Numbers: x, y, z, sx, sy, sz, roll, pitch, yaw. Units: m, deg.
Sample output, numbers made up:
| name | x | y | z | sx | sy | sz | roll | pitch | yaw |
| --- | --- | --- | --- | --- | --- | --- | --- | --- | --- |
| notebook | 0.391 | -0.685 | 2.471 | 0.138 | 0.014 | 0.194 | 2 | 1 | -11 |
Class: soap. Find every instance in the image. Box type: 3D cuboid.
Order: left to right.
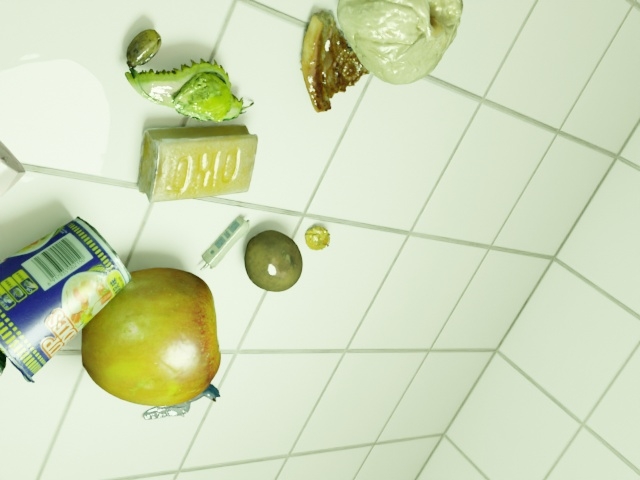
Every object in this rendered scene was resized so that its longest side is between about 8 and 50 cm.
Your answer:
| name | x | y | z | sx | sy | sz | roll | pitch | yaw |
| --- | --- | --- | --- | --- | --- | --- | --- | --- | --- |
| soap | -0.296 | -0.188 | 1.794 | 0.274 | 0.089 | 0.173 | -11 | 127 | -37 |

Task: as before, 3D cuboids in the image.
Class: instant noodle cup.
| name | x | y | z | sx | sy | sz | roll | pitch | yaw |
| --- | --- | --- | --- | --- | --- | --- | --- | --- | --- |
| instant noodle cup | -0.608 | 0.112 | 1.647 | 0.312 | 0.284 | 0.284 | -41 | 140 | -22 |

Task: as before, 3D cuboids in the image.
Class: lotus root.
| name | x | y | z | sx | sy | sz | roll | pitch | yaw |
| --- | --- | --- | --- | --- | --- | --- | --- | --- | --- |
| lotus root | -0.380 | -0.408 | 1.572 | 0.099 | 0.049 | 0.054 | -48 | 160 | 5 |

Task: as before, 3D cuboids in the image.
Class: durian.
| name | x | y | z | sx | sy | sz | roll | pitch | yaw |
| --- | --- | --- | --- | --- | --- | --- | --- | --- | --- |
| durian | -0.268 | -0.337 | 1.682 | 0.107 | 0.132 | 0.375 | -20 | 162 | 39 |

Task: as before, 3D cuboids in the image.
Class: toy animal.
| name | x | y | z | sx | sy | sz | roll | pitch | yaw |
| --- | --- | --- | --- | --- | --- | --- | --- | --- | --- |
| toy animal | -0.421 | 0.456 | 2.214 | 0.256 | 0.176 | 0.239 | 25 | 102 | -13 |

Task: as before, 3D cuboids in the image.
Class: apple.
| name | x | y | z | sx | sy | sz | roll | pitch | yaw |
| --- | --- | --- | --- | --- | --- | --- | --- | --- | --- |
| apple | -0.430 | 0.246 | 1.878 | 0.374 | 0.374 | 0.384 | -36 | 177 | -13 |

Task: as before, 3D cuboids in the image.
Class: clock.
| name | x | y | z | sx | sy | sz | roll | pitch | yaw |
| --- | --- | --- | --- | --- | --- | --- | --- | --- | --- |
| clock | -0.658 | -0.175 | 1.403 | 0.068 | 0.197 | 0.197 | -42 | 140 | -4 |

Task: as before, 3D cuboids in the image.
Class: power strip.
| name | x | y | z | sx | sy | sz | roll | pitch | yaw |
| --- | --- | --- | --- | --- | --- | --- | --- | --- | --- |
| power strip | -0.263 | 0.010 | 2.012 | 0.191 | 0.047 | 0.030 | -48 | 135 | 0 |

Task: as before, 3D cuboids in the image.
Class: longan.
| name | x | y | z | sx | sy | sz | roll | pitch | yaw |
| --- | --- | --- | --- | --- | --- | --- | --- | --- | --- |
| longan | -0.134 | 0.057 | 2.078 | 0.167 | 0.167 | 0.187 | -33 | 137 | -16 |

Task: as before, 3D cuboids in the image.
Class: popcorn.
| name | x | y | z | sx | sy | sz | roll | pitch | yaw |
| --- | --- | --- | --- | --- | --- | --- | --- | --- | --- |
| popcorn | 0.000 | 0.000 | 2.209 | 0.084 | 0.084 | 0.084 | -23 | 134 | -26 |

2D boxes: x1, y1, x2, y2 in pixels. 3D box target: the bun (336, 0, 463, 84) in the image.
| name | x | y | z | sx | sy | sz | roll | pitch | yaw |
| --- | --- | --- | --- | --- | --- | --- | --- | --- | --- |
| bun | 0.220 | -0.556 | 1.819 | 0.349 | 0.227 | 0.352 | -5 | 118 | -44 |

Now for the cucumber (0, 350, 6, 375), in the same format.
| name | x | y | z | sx | sy | sz | roll | pitch | yaw |
| --- | --- | --- | --- | --- | --- | --- | --- | --- | --- |
| cucumber | -0.799 | 0.219 | 1.641 | 0.244 | 0.063 | 0.115 | 56 | 35 | -32 |

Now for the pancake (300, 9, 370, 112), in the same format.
| name | x | y | z | sx | sy | sz | roll | pitch | yaw |
| --- | --- | --- | --- | --- | --- | --- | --- | --- | --- |
| pancake | 0.050 | -0.455 | 1.903 | 0.245 | 0.057 | 0.266 | -13 | 127 | -36 |
